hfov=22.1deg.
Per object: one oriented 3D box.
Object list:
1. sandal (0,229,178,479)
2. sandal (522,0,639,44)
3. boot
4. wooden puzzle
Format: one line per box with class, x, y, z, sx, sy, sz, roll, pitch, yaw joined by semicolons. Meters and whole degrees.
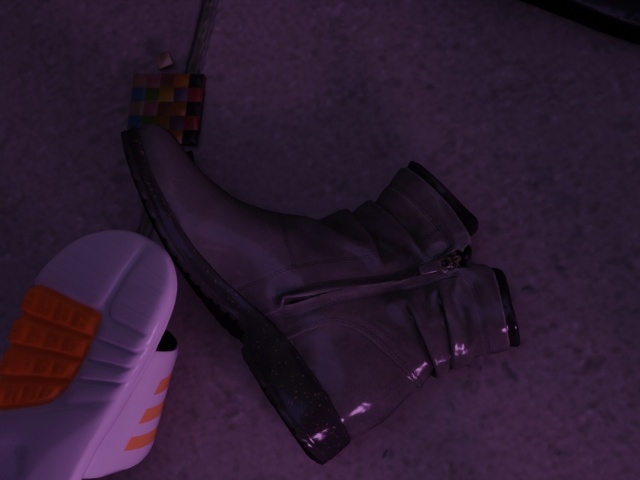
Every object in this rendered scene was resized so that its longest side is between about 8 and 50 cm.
sandal;-0.150;0.114;0.990;0.102;0.076;0.265;36;105;35
sandal;0.074;-0.239;1.020;0.445;0.107;0.168;14;77;17
boot;0.000;0.000;0.989;0.161;0.083;0.246;-34;74;-6
wooden puzzle;-0.101;-0.084;1.068;0.049;0.006;0.083;2;74;14
